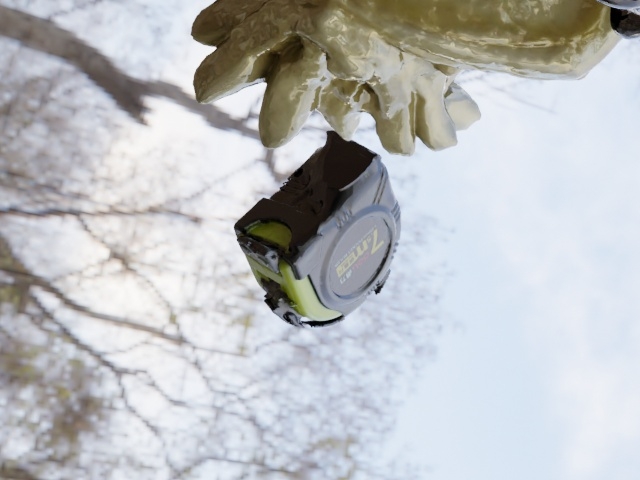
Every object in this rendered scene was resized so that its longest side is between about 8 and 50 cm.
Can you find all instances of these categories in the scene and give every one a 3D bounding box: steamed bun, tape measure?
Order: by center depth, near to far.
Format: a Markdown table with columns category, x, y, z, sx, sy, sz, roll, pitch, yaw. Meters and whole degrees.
| category | x | y | z | sx | sy | sz | roll | pitch | yaw |
| --- | --- | --- | --- | --- | --- | --- | --- | --- | --- |
| steamed bun | 0.035 | -0.198 | 1.234 | 0.189 | 0.428 | 0.247 | 132 | -26 | -70 |
| tape measure | 0.000 | 0.000 | 1.696 | 0.112 | 0.186 | 0.199 | 31 | -114 | 35 |

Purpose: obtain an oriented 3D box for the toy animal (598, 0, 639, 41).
| category | x | y | z | sx | sy | sz | roll | pitch | yaw |
| --- | --- | --- | --- | --- | --- | --- | --- | --- | --- |
| toy animal | 0.217 | -0.144 | 0.847 | 0.160 | 0.197 | 0.272 | -45 | -156 | 8 |
